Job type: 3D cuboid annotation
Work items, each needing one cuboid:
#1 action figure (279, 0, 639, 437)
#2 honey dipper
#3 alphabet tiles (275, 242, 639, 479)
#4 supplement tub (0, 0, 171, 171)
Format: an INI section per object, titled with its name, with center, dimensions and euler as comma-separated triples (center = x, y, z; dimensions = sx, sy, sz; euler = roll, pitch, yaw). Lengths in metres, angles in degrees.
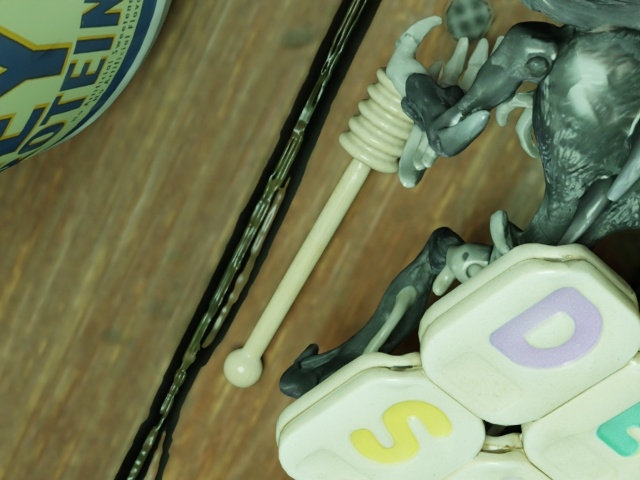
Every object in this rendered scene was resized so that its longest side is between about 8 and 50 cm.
[action figure]
center = 0.092, -0.022, 0.573
dimensions = 0.164, 0.141, 0.276
euler = 29, 122, -8
[honey dipper]
center = 0.000, 0.000, 0.665
dimensions = 0.030, 0.030, 0.161
euler = 31, 107, 6
[alphabet tiles]
center = 0.123, 0.115, 0.583
dimensions = 0.278, 0.021, 0.284
euler = -37, 121, 25
[supplement tub]
center = -0.214, -0.102, 0.522
dimensions = 0.235, 0.325, 0.235
euler = 8, 112, 20
